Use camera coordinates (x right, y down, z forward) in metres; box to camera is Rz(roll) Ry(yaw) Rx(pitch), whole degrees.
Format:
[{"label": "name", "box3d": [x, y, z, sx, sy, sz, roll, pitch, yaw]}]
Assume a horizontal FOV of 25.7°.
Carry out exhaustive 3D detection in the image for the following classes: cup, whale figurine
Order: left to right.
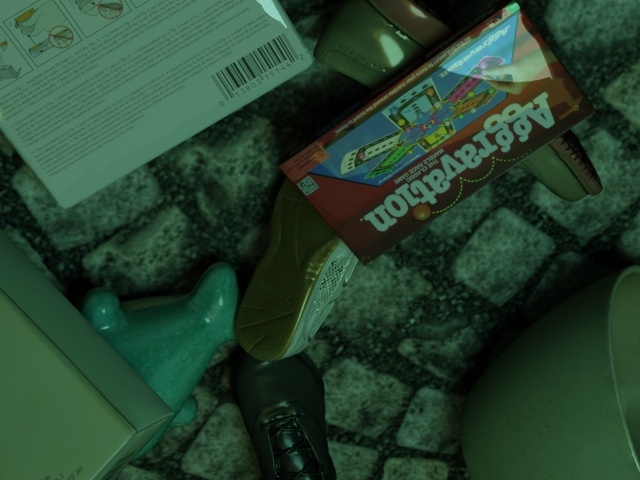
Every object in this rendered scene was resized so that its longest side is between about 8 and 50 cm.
[{"label": "whale figurine", "box3d": [-0.185, 0.138, 1.510, 0.272, 0.141, 0.216, -30, 126, -1]}, {"label": "cup", "box3d": [0.303, 0.220, 1.603, 0.237, 0.331, 0.331, -21, 127, 31]}]

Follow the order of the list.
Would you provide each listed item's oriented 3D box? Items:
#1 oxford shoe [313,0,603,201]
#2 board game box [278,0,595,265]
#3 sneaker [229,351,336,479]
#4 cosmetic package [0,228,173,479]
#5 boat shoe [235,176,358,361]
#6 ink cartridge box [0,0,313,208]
[{"label": "oxford shoe", "box3d": [0.145, -0.137, 1.447, 0.348, 0.123, 0.130, 38, 109, -18]}, {"label": "board game box", "box3d": [0.113, -0.104, 1.381, 0.281, 0.027, 0.145, -35, 114, 16]}, {"label": "sneaker", "box3d": [-0.027, 0.245, 1.621, 0.109, 0.130, 0.286, -18, 121, 0]}, {"label": "cosmetic package", "box3d": [-0.315, 0.123, 1.394, 0.309, 0.113, 0.160, 44, 105, 9]}, {"label": "boat shoe", "box3d": [0.000, 0.000, 1.510, 0.096, 0.098, 0.277, 9, 111, -62]}, {"label": "ink cartridge box", "box3d": [-0.196, -0.206, 1.349, 0.296, 0.066, 0.261, -30, 122, 5]}]
